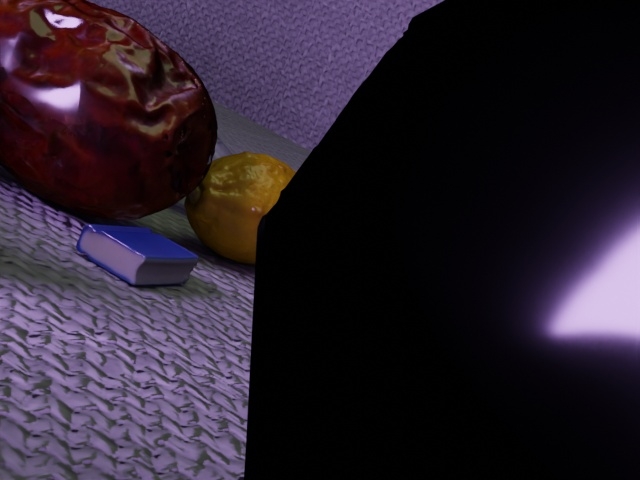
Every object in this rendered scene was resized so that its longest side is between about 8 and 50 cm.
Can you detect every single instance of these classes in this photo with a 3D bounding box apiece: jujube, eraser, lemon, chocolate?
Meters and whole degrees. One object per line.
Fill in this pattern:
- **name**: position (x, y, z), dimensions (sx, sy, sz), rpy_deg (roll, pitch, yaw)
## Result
- **jujube**: position (-0.214, -0.118, 0.940), dimensions (0.243, 0.183, 0.183), rpy_deg (29, 9, 16)
- **eraser**: position (-0.147, 0.011, 0.834), dimensions (0.063, 0.027, 0.085), rpy_deg (27, 10, 21)
- **lemon**: position (-0.072, -0.033, 1.030), dimensions (0.114, 0.114, 0.155), rpy_deg (31, 15, 36)
- **chocolate**: position (0.203, 0.086, 0.410), dimensions (0.331, 0.383, 0.384), rpy_deg (33, 1, -43)

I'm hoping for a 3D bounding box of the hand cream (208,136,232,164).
- **hand cream**: position (-0.134, -0.103, 1.165), dimensions (0.255, 0.048, 0.079), rpy_deg (52, 10, 3)
